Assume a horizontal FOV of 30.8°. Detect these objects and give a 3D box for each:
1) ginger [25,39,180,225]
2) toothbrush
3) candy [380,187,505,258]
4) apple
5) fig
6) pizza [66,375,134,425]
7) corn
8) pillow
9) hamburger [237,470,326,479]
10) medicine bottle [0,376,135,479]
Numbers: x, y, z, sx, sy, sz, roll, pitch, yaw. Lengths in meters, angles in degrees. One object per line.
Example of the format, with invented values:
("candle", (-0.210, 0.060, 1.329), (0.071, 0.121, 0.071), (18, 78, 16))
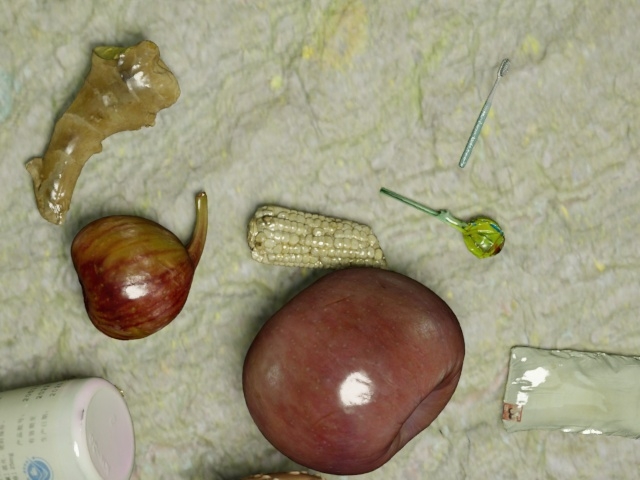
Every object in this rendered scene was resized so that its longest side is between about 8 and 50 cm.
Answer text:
("ginger", (-0.305, -0.151, 1.609), (0.131, 0.086, 0.294), (31, 104, -16))
("toothbrush", (0.235, -0.181, 1.665), (0.011, 0.014, 0.167), (21, 97, -15))
("candy", (0.174, -0.031, 1.670), (0.194, 0.062, 0.058), (25, 100, 2))
("apple", (0.045, 0.172, 1.579), (0.235, 0.306, 0.306), (40, 95, 21))
("fig", (-0.232, 0.041, 1.607), (0.207, 0.175, 0.175), (-15, 100, -22))
("pizza", (-0.341, 0.252, 1.684), (0.160, 0.036, 0.099), (15, 97, -6))
("corn", (0.000, 0.000, 1.644), (0.211, 0.087, 0.087), (6, 98, -7))
("pillow", (0.382, 0.226, 1.717), (0.229, 0.051, 0.128), (4, 91, -5))
("hamburger", (-0.044, 0.484, 1.607), (0.287, 0.268, 0.445), (0, 134, -39))
("medicine bottle", (-0.416, 0.287, 1.594), (0.293, 0.170, 0.170), (-10, 100, 18))
